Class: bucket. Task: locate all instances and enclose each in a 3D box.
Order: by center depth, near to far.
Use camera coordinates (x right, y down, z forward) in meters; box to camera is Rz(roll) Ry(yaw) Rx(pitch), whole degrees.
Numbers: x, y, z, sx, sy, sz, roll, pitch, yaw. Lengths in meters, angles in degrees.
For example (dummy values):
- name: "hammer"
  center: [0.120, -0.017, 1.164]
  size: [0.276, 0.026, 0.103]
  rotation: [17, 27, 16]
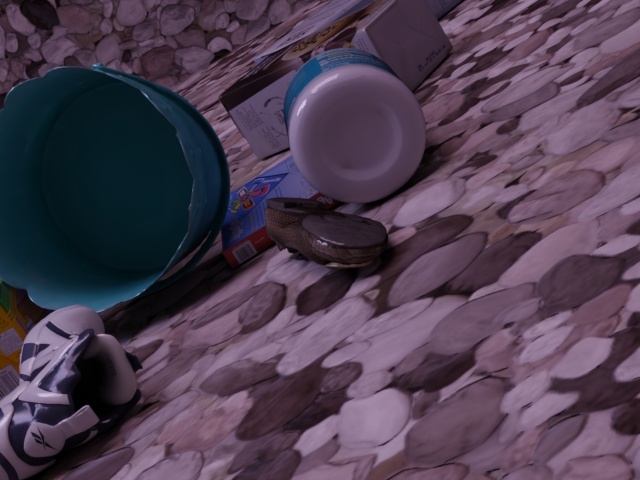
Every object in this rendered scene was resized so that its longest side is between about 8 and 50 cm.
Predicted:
- name: "bucket"
  center: [-0.246, -0.064, 1.505]
  size: [0.281, 0.281, 0.183]
  rotation: [-28, 2, 15]

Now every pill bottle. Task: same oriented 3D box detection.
- name: "pill bottle"
  center: [0.032, -0.138, 1.469]
  size: [0.146, 0.146, 0.264]
  rotation: [-31, 15, 4]

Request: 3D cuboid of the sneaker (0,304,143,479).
- name: "sneaker"
  center: [-0.219, 0.122, 1.243]
  size: [0.153, 0.094, 0.235]
  rotation: [-24, 16, 24]

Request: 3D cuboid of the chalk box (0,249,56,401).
- name: "chalk box"
  center: [-0.370, 0.098, 1.558]
  size: [0.132, 0.132, 0.213]
  rotation: [-29, 15, 14]

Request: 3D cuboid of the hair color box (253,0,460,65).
- name: "hair color box"
  center: [0.084, -0.372, 2.209]
  size: [0.374, 0.113, 0.185]
  rotation: [-41, 16, -32]

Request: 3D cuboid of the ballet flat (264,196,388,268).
- name: "ballet flat"
  center: [0.000, 0.000, 1.280]
  size: [0.084, 0.058, 0.250]
  rotation: [0, 9, -21]

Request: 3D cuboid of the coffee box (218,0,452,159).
- name: "coffee box"
  center: [0.020, -0.243, 1.898]
  size: [0.297, 0.119, 0.168]
  rotation: [-19, 20, 41]

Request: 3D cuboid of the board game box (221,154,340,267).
- name: "board game box"
  center: [-0.056, -0.047, 1.595]
  size: [0.145, 0.027, 0.281]
  rotation: [-31, 14, 3]

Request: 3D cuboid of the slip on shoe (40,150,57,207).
- name: "slip on shoe"
  center: [-0.358, -0.039, 1.678]
  size: [0.331, 0.123, 0.101]
  rotation: [-41, 19, 2]
